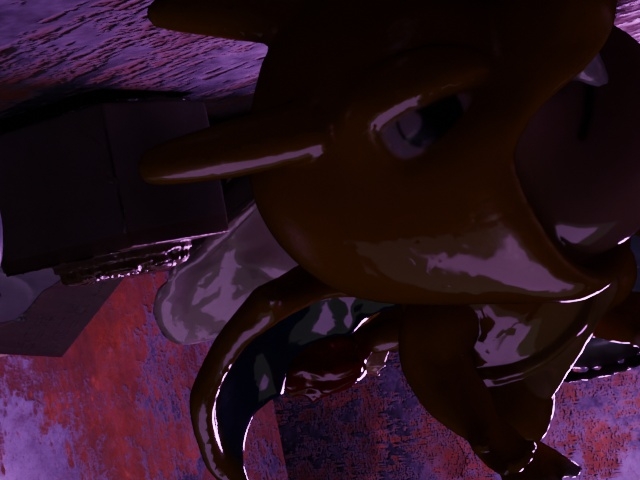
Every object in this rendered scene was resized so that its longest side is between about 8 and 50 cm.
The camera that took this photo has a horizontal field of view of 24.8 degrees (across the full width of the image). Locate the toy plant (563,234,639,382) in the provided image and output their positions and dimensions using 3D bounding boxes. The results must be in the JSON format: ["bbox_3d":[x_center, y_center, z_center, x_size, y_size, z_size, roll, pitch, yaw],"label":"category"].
[{"bbox_3d":[0.210,-0.060,1.324,0.247,0.247,0.332,-11,-149,-1],"label":"toy plant"}]

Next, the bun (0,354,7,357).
[{"bbox_3d":[-0.509,0.088,2.132,0.193,0.178,0.128,-12,180,-14],"label":"bun"}]

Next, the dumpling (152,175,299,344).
[{"bbox_3d":[-0.022,-0.032,1.535,0.341,0.181,0.260,-9,148,-19],"label":"dumpling"}]

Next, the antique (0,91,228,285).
[{"bbox_3d":[-0.183,-0.040,1.240,0.147,0.148,0.152,-11,180,32],"label":"antique"}]

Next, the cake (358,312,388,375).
[{"bbox_3d":[0.000,0.000,1.793,0.222,0.286,0.227,25,168,-13],"label":"cake"}]

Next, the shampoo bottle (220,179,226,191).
[{"bbox_3d":[-0.135,-0.072,1.431,0.079,0.079,0.162,-11,177,0],"label":"shampoo bottle"}]

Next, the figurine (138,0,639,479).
[{"bbox_3d":[0.069,-0.001,0.930,0.401,0.387,0.268,-40,-134,-9],"label":"figurine"}]

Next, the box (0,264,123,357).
[{"bbox_3d":[-0.334,0.034,1.558,0.215,0.086,0.215,6,143,-34],"label":"box"}]

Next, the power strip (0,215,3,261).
[{"bbox_3d":[-0.330,-0.027,1.021,0.216,0.137,0.044,-7,-175,16],"label":"power strip"}]
